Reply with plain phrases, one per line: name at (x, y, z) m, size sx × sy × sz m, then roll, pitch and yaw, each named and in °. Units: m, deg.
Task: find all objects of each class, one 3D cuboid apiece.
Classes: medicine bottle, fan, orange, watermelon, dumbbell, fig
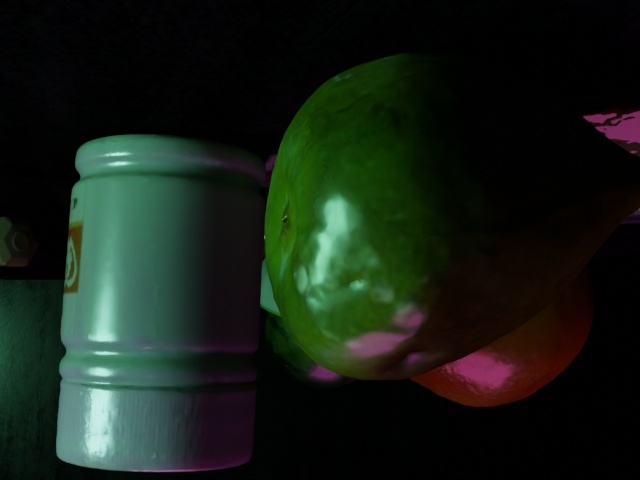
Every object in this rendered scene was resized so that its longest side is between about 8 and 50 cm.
medicine bottle at (-0.162, 0.065, 0.856) m, size 0.202 × 0.316 × 0.202 m, roll 3°, pitch 172°, yaw 0°
fan at (-0.073, -0.081, 0.975) m, size 0.152 × 0.008 × 0.226 m, roll 3°, pitch 173°, yaw -14°
orange at (0.217, 0.076, 1.143) m, size 0.312 × 0.312 × 0.312 m, roll -1°, pitch 174°, yaw 0°
watermelon at (0.009, 0.174, 1.659) m, size 0.242 × 0.242 × 0.242 m, roll -1°, pitch 174°, yaw 0°
dumbbell at (-0.583, 0.009, 1.416) m, size 0.230 × 0.092 × 0.082 m, roll -5°, pitch 145°, yaw 34°
fig at (0.099, -0.017, 0.618) m, size 0.314 × 0.233 × 0.233 m, roll -1°, pitch 176°, yaw -44°

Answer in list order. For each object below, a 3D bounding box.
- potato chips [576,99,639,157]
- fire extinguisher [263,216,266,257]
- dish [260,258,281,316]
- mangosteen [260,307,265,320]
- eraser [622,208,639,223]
potato chips at (0.265, -0.089, 0.765) m, size 0.201 × 0.049 × 0.150 m, roll 3°, pitch 171°, yaw 29°
fire extinguisher at (0.000, 0.000, 1.341) m, size 0.231 × 0.099 × 0.071 m, roll -2°, pitch -160°, yaw 25°
dish at (0.041, 0.039, 1.465) m, size 0.324 × 0.124 × 0.324 m, roll 1°, pitch -164°, yaw 0°
mangosteen at (-0.196, 0.085, 1.627) m, size 0.228 × 0.228 × 0.265 m, roll 4°, pitch 142°, yaw -38°
eraser at (0.348, -0.057, 0.925) m, size 0.226 × 0.081 × 0.174 m, roll -4°, pitch 177°, yaw 25°
